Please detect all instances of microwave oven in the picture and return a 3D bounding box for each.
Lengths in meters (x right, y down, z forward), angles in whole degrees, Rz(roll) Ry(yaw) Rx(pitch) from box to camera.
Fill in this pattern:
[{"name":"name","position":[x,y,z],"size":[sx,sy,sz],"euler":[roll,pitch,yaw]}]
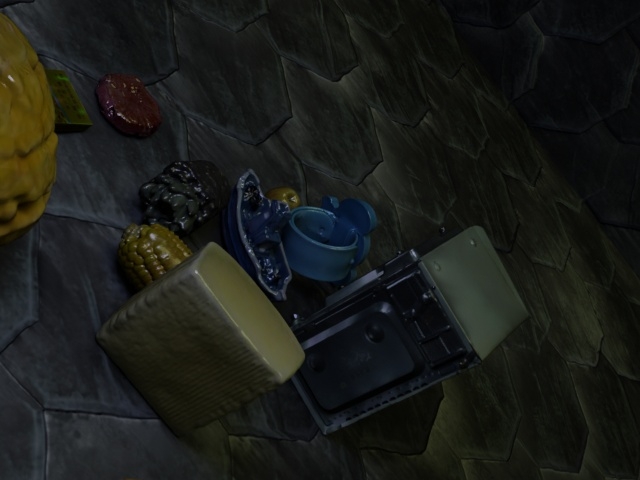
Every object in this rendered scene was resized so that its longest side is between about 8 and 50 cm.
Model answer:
[{"name":"microwave oven","position":[0.157,0.162,1.723],"size":[0.333,0.394,0.247],"euler":[-22,81,-56]}]

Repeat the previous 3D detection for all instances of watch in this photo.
[{"name":"watch","position":[0.000,0.000,1.879],"size":[0.193,0.211,0.211],"euler":[-8,69,-42]}]

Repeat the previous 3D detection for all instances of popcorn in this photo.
[{"name":"popcorn","position":[-0.528,-0.151,1.166],"size":[0.390,0.354,0.344],"euler":[35,21,-27]}]

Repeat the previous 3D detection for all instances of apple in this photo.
[{"name":"apple","position":[-0.086,-0.081,1.908],"size":[0.084,0.071,0.084],"euler":[30,43,-32]}]

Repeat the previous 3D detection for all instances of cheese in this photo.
[{"name":"cheese","position":[-0.194,0.164,1.395],"size":[0.242,0.265,0.124],"euler":[50,34,-11]}]

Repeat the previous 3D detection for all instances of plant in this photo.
[{"name":"plant","position":[-0.262,-0.079,1.636],"size":[0.132,0.129,0.194],"euler":[54,30,0]}]

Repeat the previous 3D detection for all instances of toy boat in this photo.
[{"name":"toy boat","position":[-0.117,-0.011,1.749],"size":[0.129,0.142,0.309],"euler":[16,50,-47]}]

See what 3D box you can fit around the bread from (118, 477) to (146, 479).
[{"name":"bread","position":[-0.255,0.493,1.153],"size":[0.195,0.149,0.344],"euler":[33,40,-33]}]

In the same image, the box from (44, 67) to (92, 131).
[{"name":"box","position":[-0.499,-0.252,1.534],"size":[0.121,0.030,0.193],"euler":[60,22,6]}]

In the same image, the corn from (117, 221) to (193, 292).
[{"name":"corn","position":[-0.224,0.116,1.531],"size":[0.363,0.120,0.120],"euler":[50,34,-11]}]

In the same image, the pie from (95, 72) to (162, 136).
[{"name":"pie","position":[-0.380,-0.272,1.724],"size":[0.153,0.038,0.153],"euler":[32,40,-30]}]
